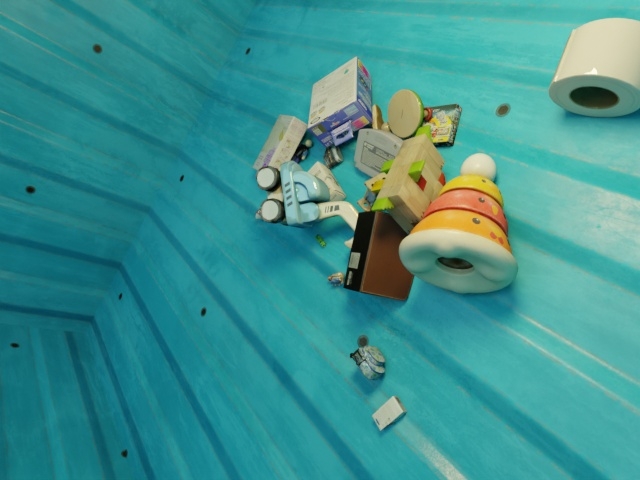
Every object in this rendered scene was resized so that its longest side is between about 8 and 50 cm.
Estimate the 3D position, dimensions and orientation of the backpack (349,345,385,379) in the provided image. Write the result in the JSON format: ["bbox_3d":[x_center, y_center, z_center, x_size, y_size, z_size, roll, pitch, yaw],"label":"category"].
[{"bbox_3d":[0.182,0.440,1.535,0.084,0.105,0.114,-47,50,19],"label":"backpack"}]

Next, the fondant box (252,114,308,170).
[{"bbox_3d":[-0.217,-0.492,2.241,0.330,0.096,0.238,-62,29,6],"label":"fondant box"}]

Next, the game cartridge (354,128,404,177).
[{"bbox_3d":[0.254,-0.349,1.757,0.297,0.062,0.197,42,129,43],"label":"game cartridge"}]

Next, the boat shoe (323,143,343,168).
[{"bbox_3d":[0.046,-0.434,2.034,0.083,0.065,0.183,-31,56,29],"label":"boat shoe"}]

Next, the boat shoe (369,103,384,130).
[{"bbox_3d":[0.244,-0.531,1.898,0.059,0.063,0.169,-27,47,36],"label":"boat shoe"}]

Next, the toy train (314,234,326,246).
[{"bbox_3d":[0.000,0.000,1.939,0.023,0.017,0.083,-45,48,7],"label":"toy train"}]

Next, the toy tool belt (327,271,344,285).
[{"bbox_3d":[0.063,0.168,1.790,0.083,0.052,0.051,-21,52,36],"label":"toy tool belt"}]

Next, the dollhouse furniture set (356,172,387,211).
[{"bbox_3d":[0.260,-0.152,1.666,0.183,0.129,0.129,47,150,21],"label":"dollhouse furniture set"}]

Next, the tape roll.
[{"bbox_3d":[0.814,-0.486,1.222,0.246,0.246,0.168,20,88,45],"label":"tape roll"}]

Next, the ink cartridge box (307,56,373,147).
[{"bbox_3d":[0.092,-0.610,1.942,0.270,0.151,0.395,-22,46,32],"label":"ink cartridge box"}]

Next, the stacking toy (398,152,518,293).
[{"bbox_3d":[0.474,-0.099,1.384,0.351,0.351,0.479,-4,56,42],"label":"stacking toy"}]

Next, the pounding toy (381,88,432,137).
[{"bbox_3d":[0.357,-0.486,1.699,0.182,0.110,0.236,60,145,27],"label":"pounding toy"}]

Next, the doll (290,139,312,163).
[{"bbox_3d":[-0.113,-0.451,2.202,0.189,0.046,0.129,-43,51,23],"label":"doll"}]

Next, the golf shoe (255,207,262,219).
[{"bbox_3d":[-0.272,-0.133,2.207,0.186,0.068,0.085,-19,63,36],"label":"golf shoe"}]

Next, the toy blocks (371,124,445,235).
[{"bbox_3d":[0.358,-0.179,1.517,0.191,0.261,0.381,-7,48,49],"label":"toy blocks"}]

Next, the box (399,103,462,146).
[{"bbox_3d":[0.433,-0.453,1.699,0.233,0.044,0.159,8,79,44],"label":"box"}]

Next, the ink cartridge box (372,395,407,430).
[{"bbox_3d":[0.238,0.600,1.473,0.115,0.029,0.062,-49,48,18],"label":"ink cartridge box"}]

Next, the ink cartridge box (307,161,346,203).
[{"bbox_3d":[0.003,-0.234,1.976,0.158,0.092,0.217,-44,48,22],"label":"ink cartridge box"}]

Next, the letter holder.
[{"bbox_3d":[0.238,0.059,1.603,0.152,0.215,0.301,180,102,-69],"label":"letter holder"}]

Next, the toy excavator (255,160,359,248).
[{"bbox_3d":[-0.013,-0.146,1.791,0.446,0.222,0.431,-11,83,21],"label":"toy excavator"}]
